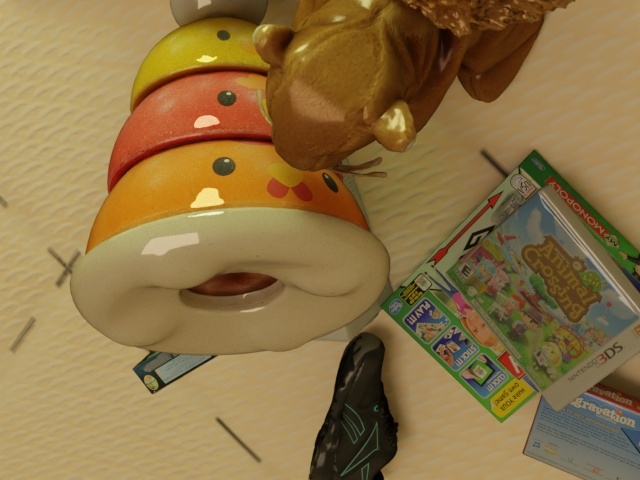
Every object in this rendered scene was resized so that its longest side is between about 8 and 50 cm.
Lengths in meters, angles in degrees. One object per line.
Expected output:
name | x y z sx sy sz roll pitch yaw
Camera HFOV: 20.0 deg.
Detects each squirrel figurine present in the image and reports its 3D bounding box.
squirrel figurine | 0.086 -0.248 1.832 0.281 0.370 0.397 42 132 1

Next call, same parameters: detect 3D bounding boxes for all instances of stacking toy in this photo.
stacking toy | -0.118 -0.133 2.056 0.350 0.351 0.480 -31 57 44

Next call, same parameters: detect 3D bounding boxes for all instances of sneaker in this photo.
sneaker | 0.059 0.230 2.392 0.106 0.101 0.267 15 129 0

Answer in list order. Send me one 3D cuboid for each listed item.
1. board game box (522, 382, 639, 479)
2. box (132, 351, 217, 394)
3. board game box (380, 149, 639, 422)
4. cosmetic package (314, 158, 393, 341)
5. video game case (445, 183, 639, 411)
board game box | 0.390 0.256 2.167 0.281 0.027 0.145 22 135 12
box | -0.118 0.094 2.310 0.044 0.233 0.159 52 135 -5
board game box | 0.235 0.062 2.166 0.213 0.046 0.317 44 134 3
cosmetic package | 0.000 0.000 2.246 0.085 0.117 0.231 0 117 37
video game case | 0.267 0.069 2.078 0.212 0.023 0.193 52 133 6
